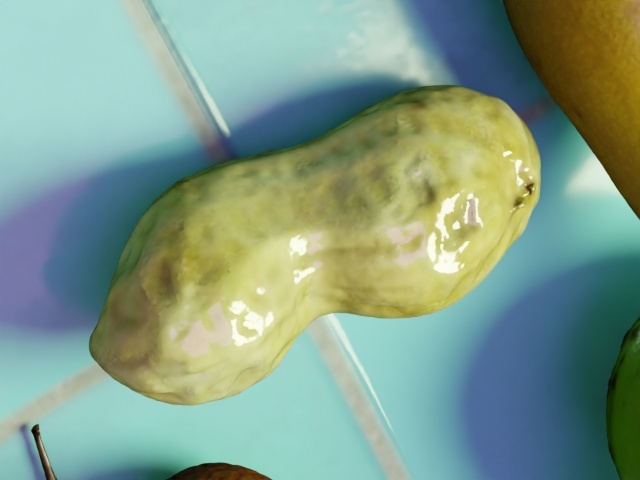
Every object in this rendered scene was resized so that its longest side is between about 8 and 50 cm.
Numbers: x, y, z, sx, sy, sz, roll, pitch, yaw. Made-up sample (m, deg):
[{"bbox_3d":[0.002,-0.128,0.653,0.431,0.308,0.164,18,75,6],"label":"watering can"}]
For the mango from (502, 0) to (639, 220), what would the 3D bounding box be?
[{"bbox_3d":[0.152,-0.106,0.645,0.138,0.113,0.253,-15,91,-32],"label":"mango"}]

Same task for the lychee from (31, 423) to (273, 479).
[{"bbox_3d":[-0.054,0.150,0.650,0.101,0.140,0.114,15,79,-58],"label":"lychee"}]

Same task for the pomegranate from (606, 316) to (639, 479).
[{"bbox_3d":[0.220,0.121,0.688,0.263,0.211,0.211,-44,112,5],"label":"pomegranate"}]

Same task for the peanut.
[{"bbox_3d":[0.000,0.000,0.631,0.229,0.103,0.098,-24,95,-16],"label":"peanut"}]
